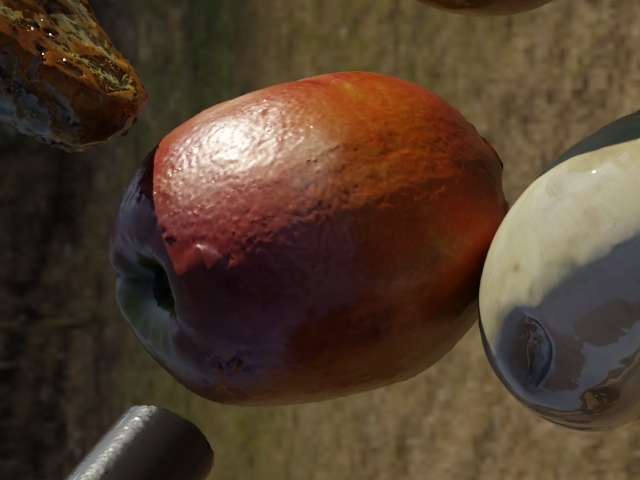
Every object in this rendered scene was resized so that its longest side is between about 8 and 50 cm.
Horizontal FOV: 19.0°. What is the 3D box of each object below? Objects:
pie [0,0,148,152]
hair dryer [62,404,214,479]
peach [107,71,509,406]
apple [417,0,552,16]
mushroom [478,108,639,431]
[{"bbox_3d":[-0.279,-0.182,1.733,0.085,0.308,0.308,-50,40,16],"label":"pie"},{"bbox_3d":[-0.176,0.196,1.251,0.070,0.114,0.248,47,135,-8],"label":"hair dryer"},{"bbox_3d":[-0.001,-0.002,1.736,0.373,0.373,0.289,-10,100,65],"label":"peach"},{"bbox_3d":[0.138,-0.320,1.664,0.246,0.226,0.246,180,90,-68],"label":"apple"},{"bbox_3d":[0.315,0.022,1.583,0.353,0.353,0.325,36,119,60],"label":"mushroom"}]
